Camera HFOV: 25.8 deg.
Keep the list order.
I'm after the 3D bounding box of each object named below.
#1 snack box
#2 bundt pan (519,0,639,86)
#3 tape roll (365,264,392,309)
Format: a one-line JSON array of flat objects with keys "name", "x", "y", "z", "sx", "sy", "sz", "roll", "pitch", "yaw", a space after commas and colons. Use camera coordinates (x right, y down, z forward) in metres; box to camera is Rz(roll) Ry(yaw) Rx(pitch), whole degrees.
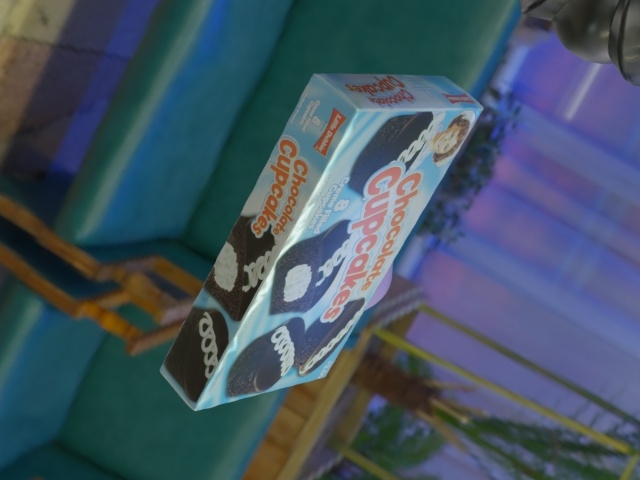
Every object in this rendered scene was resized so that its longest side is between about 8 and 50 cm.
[{"name": "snack box", "x": 0.000, "y": 0.000, "z": 1.234, "sx": 0.187, "sy": 0.060, "sz": 0.322, "roll": -8, "pitch": 134, "yaw": -51}, {"name": "bundt pan", "x": 0.239, "y": -0.241, "z": 0.989, "sx": 0.124, "sy": 0.331, "sz": 0.331, "roll": -44, "pitch": 160, "yaw": -30}, {"name": "tape roll", "x": -0.001, "y": 0.010, "z": 1.773, "sx": 0.189, "sy": 0.189, "sz": 0.080, "roll": -45, "pitch": 149, "yaw": -43}]
